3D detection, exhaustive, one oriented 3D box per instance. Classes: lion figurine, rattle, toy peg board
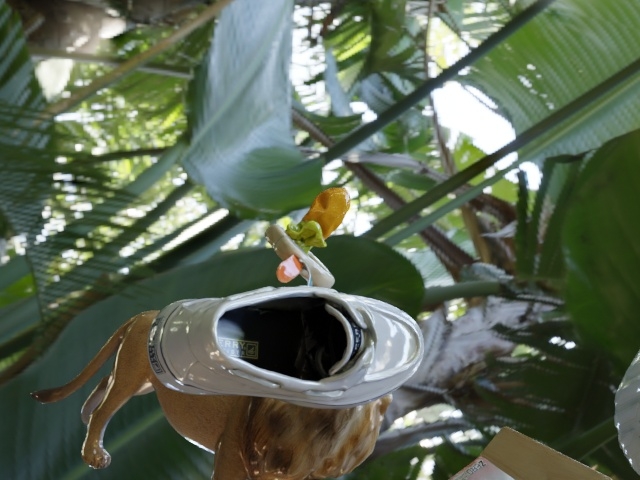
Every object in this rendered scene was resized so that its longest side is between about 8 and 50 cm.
[{"bbox_3d":[-0.131,0.173,1.077,0.392,0.142,0.240,27,-84,16],"label":"lion figurine"},{"bbox_3d":[0.000,0.000,1.354,0.142,0.199,0.130,-30,-93,1],"label":"rattle"},{"bbox_3d":[0.246,0.333,1.159,0.161,0.160,0.079,21,-32,45],"label":"toy peg board"}]

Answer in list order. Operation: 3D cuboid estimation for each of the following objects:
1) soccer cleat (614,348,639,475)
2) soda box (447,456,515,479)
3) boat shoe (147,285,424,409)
[{"bbox_3d":[0.238,0.096,0.644,0.068,0.076,0.196,6,-59,9],"label":"soccer cleat"},{"bbox_3d":[0.020,0.165,0.372,0.058,0.183,0.063,32,-37,45],"label":"soda box"},{"bbox_3d":[0.000,0.078,0.752,0.088,0.267,0.096,-16,-111,46],"label":"boat shoe"}]
